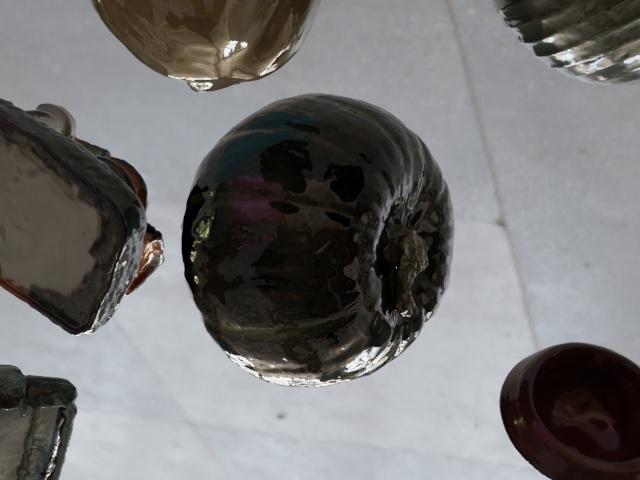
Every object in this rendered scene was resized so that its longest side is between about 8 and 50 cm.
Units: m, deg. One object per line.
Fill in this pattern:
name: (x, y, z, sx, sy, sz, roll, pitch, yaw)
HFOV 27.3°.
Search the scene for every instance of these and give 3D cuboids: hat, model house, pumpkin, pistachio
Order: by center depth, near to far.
pistachio: (-0.104, -0.262, 1.156, 0.207, 0.332, 0.226, 0, 126, -9)
pumpkin: (0.000, 0.000, 1.414, 0.241, 0.323, 0.323, 0, 145, 34)
hat: (0.295, 0.206, 1.468, 0.205, 0.205, 0.089, 15, 137, 3)
model house: (-0.279, -0.055, 1.571, 0.271, 0.301, 0.190, 33, 111, 14)

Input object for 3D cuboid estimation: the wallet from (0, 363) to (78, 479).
wallet: (-0.347, 0.156, 0.862, 0.342, 0.075, 0.237, 0, 142, -22)

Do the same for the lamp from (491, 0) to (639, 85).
lamp: (0.249, -0.233, 1.074, 0.233, 0.233, 0.265, 21, -169, -7)
